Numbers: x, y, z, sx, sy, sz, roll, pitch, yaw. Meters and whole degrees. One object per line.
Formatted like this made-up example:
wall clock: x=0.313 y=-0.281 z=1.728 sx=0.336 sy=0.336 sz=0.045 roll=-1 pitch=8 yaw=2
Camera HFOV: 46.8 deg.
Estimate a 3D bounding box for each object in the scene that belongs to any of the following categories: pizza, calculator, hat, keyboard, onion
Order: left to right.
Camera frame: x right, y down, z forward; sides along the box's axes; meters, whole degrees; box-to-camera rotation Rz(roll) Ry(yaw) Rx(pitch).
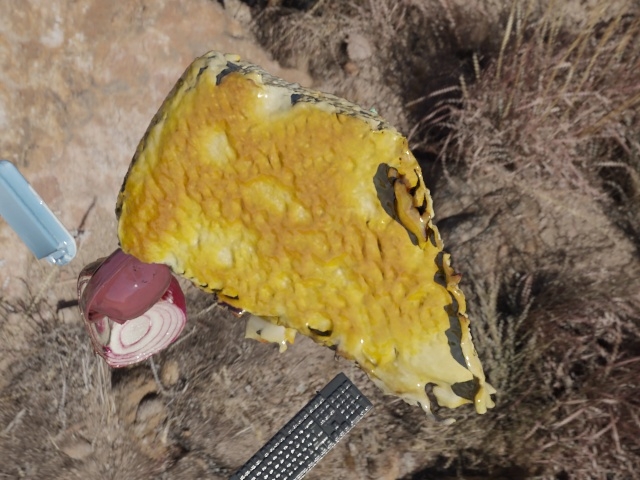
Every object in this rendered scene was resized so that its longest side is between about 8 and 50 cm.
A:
calculator: x=-0.477 y=-0.045 z=1.196 sx=0.210 sy=0.121 sz=0.039 roll=54 pitch=53 yaw=-14
onion: x=-0.404 y=0.127 z=1.602 sx=0.206 sy=0.216 sz=0.207 roll=-13 pitch=56 yaw=-38
hat: x=-0.309 y=0.075 z=1.236 sx=0.089 sy=0.205 sz=0.205 roll=41 pitch=66 yaw=6
keyboard: x=-0.041 y=0.383 z=1.391 sx=0.309 sy=0.018 sz=0.101 roll=-41 pitch=77 yaw=-16
pizza: x=0.000 y=0.000 z=0.487 sx=0.296 sy=0.189 sz=0.071 roll=32 pitch=24 yaw=16

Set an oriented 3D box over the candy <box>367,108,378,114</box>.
candy: x=-0.023 y=-0.121 z=1.598 sx=0.172 sy=0.397 sz=0.263 roll=49 pitch=26 yaw=-40
